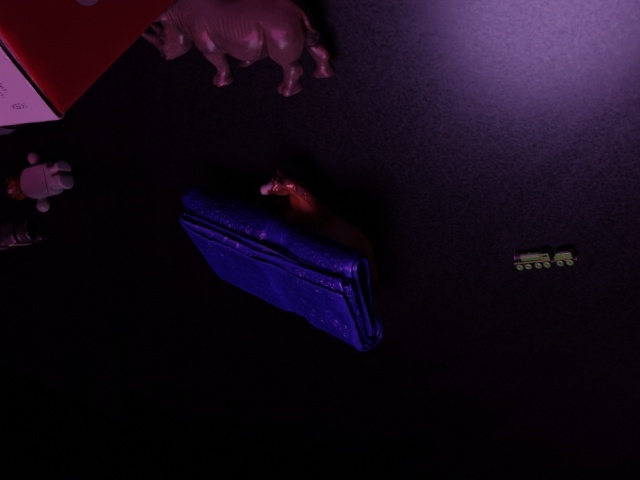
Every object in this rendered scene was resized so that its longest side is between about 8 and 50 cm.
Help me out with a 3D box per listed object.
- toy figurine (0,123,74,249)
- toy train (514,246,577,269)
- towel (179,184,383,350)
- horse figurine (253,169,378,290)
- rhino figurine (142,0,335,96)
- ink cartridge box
[{"bbox_3d":[-0.528,-0.096,1.066,0.148,0.209,0.213,-12,135,19],"label":"toy figurine"},{"bbox_3d":[0.291,0.023,0.866,0.083,0.017,0.023,-8,121,39],"label":"toy train"},{"bbox_3d":[-0.061,0.049,0.977,0.308,0.076,0.227,23,150,28],"label":"towel"},{"bbox_3d":[0.000,0.000,0.981,0.263,0.066,0.174,42,147,-16],"label":"horse figurine"},{"bbox_3d":[-0.108,-0.234,0.754,0.244,0.073,0.106,12,145,22],"label":"rhino figurine"},{"bbox_3d":[-0.228,-0.247,0.611,0.272,0.309,0.130,2,137,31],"label":"ink cartridge box"}]
